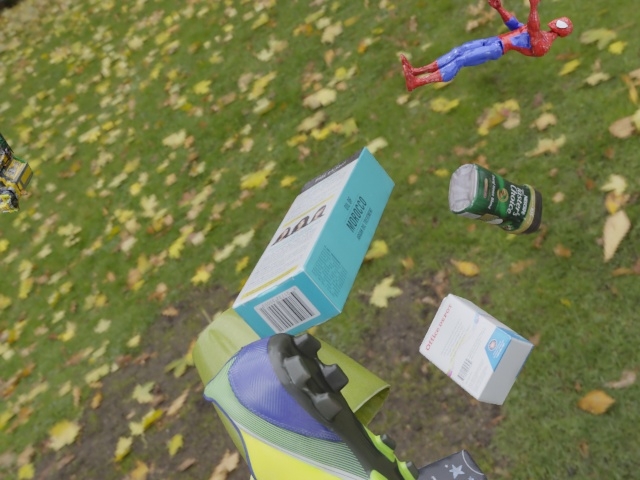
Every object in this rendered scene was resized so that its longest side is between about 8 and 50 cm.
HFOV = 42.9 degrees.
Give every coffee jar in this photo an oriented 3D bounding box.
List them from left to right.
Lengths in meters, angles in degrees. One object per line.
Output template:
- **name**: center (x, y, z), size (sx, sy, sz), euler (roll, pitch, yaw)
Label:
- **coffee jar**: center (0.329, -0.073, 1.509), size (0.079, 0.184, 0.096), euler (-17, 62, 55)

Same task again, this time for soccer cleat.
- **soccer cleat**: center (0.007, 0.212, 0.724), size (0.121, 0.289, 0.093), euler (-30, 11, 20)

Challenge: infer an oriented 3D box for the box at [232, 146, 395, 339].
- **box**: center (0.000, 0.000, 0.865), size (0.100, 0.060, 0.244), euler (-29, 20, 33)

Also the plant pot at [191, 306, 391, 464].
- **plant pot**: center (-0.078, 0.257, 1.418), size (0.275, 0.293, 0.275), euler (-43, -19, -18)

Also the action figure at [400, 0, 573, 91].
- **action figure**: center (0.265, -0.343, 1.322), size (0.280, 0.139, 0.091), euler (-12, 32, 7)

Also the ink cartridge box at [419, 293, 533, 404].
- **ink cartridge box**: center (0.193, 0.135, 1.025), size (0.122, 0.052, 0.088), euler (38, 105, 50)

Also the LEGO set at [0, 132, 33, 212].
- **LEGO set**: center (-0.604, -0.122, 1.218), size (0.255, 0.331, 0.192), euler (0, 43, 7)

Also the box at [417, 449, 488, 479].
- **box**: center (0.143, 0.370, 0.813), size (0.142, 0.163, 0.247), euler (-16, 41, -17)
